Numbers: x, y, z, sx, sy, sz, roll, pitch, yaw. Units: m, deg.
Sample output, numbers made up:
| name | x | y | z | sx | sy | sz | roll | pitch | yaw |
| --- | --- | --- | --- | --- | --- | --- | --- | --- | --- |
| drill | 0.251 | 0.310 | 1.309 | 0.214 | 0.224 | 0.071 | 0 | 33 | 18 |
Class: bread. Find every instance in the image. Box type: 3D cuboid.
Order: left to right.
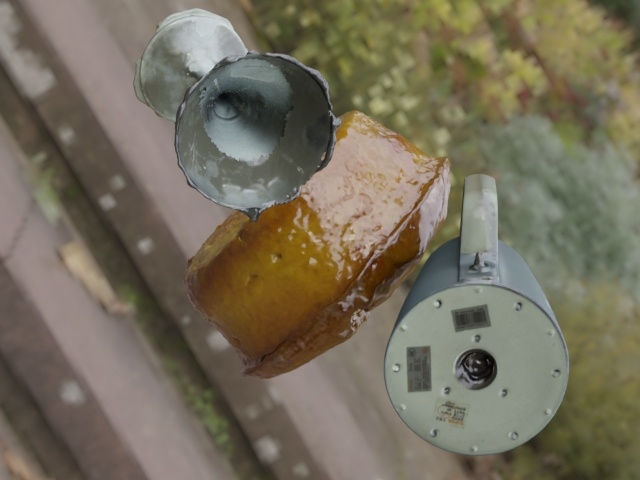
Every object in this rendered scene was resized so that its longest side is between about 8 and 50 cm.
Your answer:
| name | x | y | z | sx | sy | sz | roll | pitch | yaw |
| --- | --- | --- | --- | --- | --- | --- | --- | --- | --- |
| bread | -0.003 | 0.004 | 1.966 | 0.172 | 0.312 | 0.312 | 43 | 9 | -8 |

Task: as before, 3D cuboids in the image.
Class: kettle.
| name | x | y | z | sx | sy | sz | roll | pitch | yaw |
| --- | --- | --- | --- | --- | --- | --- | --- | --- | --- |
| kettle | 0.140 | 0.052 | 1.750 | 0.243 | 0.160 | 0.211 | -78 | 164 | -72 |

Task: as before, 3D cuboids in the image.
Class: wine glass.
| name | x | y | z | sx | sy | sz | roll | pitch | yaw |
| --- | --- | --- | --- | --- | --- | --- | --- | --- | --- |
| wine glass | -0.091 | -0.131 | 1.769 | 0.156 | 0.156 | 0.232 | 57 | -5 | -26 |
